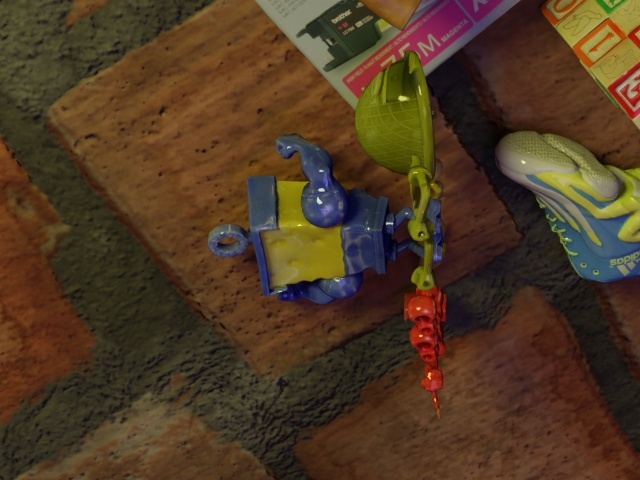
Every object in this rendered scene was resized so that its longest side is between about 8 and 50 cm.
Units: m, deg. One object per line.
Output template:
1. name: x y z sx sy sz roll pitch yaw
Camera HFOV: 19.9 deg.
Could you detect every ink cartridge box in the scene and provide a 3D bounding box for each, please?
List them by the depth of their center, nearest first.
1. ink cartridge box: 0.016 -0.264 1.558 0.186 0.065 0.311 -39 121 9

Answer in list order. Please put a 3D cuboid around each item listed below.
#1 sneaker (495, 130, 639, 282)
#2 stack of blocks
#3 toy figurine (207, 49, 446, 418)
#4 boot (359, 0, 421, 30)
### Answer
1. sneaker: 0.254 -0.020 1.754 0.240 0.091 0.126 17 115 -25
2. stack of blocks: 0.325 -0.166 1.560 0.171 0.297 0.087 -40 123 9
3. toy figurine: 0.000 0.000 1.632 0.217 0.191 0.362 0 145 6
4. boot: 0.015 -0.339 1.424 0.280 0.096 0.264 27 101 -5
